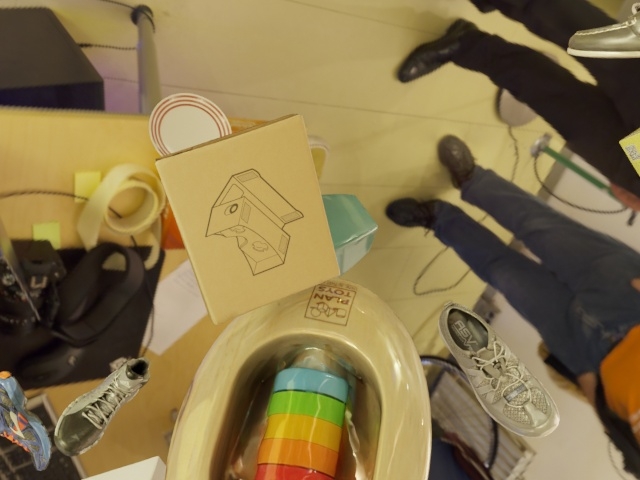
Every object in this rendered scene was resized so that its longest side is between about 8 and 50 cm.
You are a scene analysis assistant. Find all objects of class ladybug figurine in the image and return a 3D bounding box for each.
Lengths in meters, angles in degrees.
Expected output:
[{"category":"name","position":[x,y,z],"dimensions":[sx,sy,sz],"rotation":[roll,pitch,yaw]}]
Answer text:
[{"category":"ladybug figurine","position":[-0.020,0.252,0.818],"dimensions":[0.162,0.304,0.450],"rotation":[85,19,-57]}]

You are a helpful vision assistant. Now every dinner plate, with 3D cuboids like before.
[{"category":"dinner plate","position":[-0.218,-0.180,1.114],"dimensions":[0.141,0.141,0.017],"rotation":[-17,173,-27]}]

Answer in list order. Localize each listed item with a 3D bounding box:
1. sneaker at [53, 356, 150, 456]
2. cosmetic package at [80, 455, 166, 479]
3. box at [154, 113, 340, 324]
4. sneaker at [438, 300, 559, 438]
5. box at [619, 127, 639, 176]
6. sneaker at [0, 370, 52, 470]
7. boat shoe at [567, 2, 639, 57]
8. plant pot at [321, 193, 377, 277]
[{"category":"sneaker","position":[-0.398,0.292,1.244],"dimensions":[0.132,0.086,0.229],"rotation":[-44,-173,34]},{"category":"cosmetic package","position":[-0.329,0.485,0.955],"dimensions":[0.377,0.097,0.284],"rotation":[-20,118,14]},{"category":"box","position":[-0.074,-0.021,0.737],"dimensions":[0.164,0.021,0.201],"rotation":[-21,115,-16]},{"category":"sneaker","position":[0.293,0.222,1.148],"dimensions":[0.105,0.281,0.115],"rotation":[-41,150,-1]},{"category":"box","position":[0.500,-0.155,0.833],"dimensions":[0.232,0.087,0.058],"rotation":[-33,-178,-7]},{"category":"sneaker","position":[-0.637,0.386,1.377],"dimensions":[0.087,0.221,0.083],"rotation":[-32,-179,-37]},{"category":"boat shoe","position":[0.530,-0.312,0.937],"dimensions":[0.112,0.335,0.096],"rotation":[-39,129,-59]},{"category":"plant pot","position":[0.000,0.000,1.495],"dimensions":[0.234,0.166,0.165],"rotation":[-22,152,-23]}]
